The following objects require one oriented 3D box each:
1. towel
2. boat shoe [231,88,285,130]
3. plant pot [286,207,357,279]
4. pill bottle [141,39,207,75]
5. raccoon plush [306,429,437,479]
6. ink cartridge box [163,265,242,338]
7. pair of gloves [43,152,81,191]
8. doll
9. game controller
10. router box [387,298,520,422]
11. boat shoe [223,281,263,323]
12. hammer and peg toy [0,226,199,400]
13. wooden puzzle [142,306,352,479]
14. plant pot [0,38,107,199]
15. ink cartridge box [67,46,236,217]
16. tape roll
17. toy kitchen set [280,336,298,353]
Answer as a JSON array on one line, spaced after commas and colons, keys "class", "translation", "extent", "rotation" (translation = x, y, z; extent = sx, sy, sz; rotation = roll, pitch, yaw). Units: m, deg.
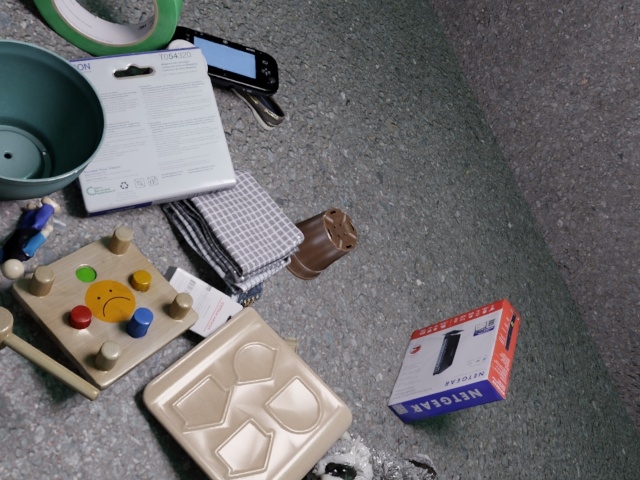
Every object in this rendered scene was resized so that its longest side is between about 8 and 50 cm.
[{"class": "towel", "translation": [-0.198, -0.034, 1.546], "extent": [0.284, 0.121, 0.235], "rotation": [49, 37, 10]}, {"class": "boat shoe", "translation": [-0.188, -0.427, 1.873], "extent": [0.228, 0.068, 0.081], "rotation": [51, 41, -12]}, {"class": "plant pot", "translation": [0.000, 0.000, 1.744], "extent": [0.167, 0.165, 0.167], "rotation": [26, 50, -35]}, {"class": "pill bottle", "translation": [-0.367, -0.383, 1.557], "extent": [0.108, 0.193, 0.108], "rotation": [25, 50, -35]}, {"class": "raccoon plush", "translation": [0.103, 0.549, 1.580], "extent": [0.299, 0.216, 0.446], "rotation": [50, 7, 9]}, {"class": "ink cartridge box", "translation": [-0.273, 0.145, 1.420], "extent": [0.180, 0.060, 0.104], "rotation": [36, 72, -28]}, {"class": "pair of gloves", "translation": [-0.556, -0.167, 1.362], "extent": [0.198, 0.023, 0.159], "rotation": [-11, 75, -50]}, {"class": "doll", "translation": [-0.544, -0.004, 1.205], "extent": [0.189, 0.129, 0.046], "rotation": [-87, 152, -47]}, {"class": "game controller", "translation": [-0.265, -0.491, 1.776], "extent": [0.319, 0.067, 0.166], "rotation": [12, 60, -23]}, {"class": "router box", "translation": [0.375, 0.337, 1.807], "extent": [0.082, 0.335, 0.301], "rotation": [48, 41, -16]}, {"class": "boat shoe", "translation": [-0.186, 0.139, 1.538], "extent": [0.083, 0.065, 0.183], "rotation": [34, 44, -23]}, {"class": "hammer and peg toy", "translation": [-0.424, 0.149, 1.189], "extent": [0.266, 0.127, 0.361], "rotation": [45, 42, 7]}, {"class": "wooden puzzle", "translation": [-0.149, 0.357, 1.363], "extent": [0.348, 0.080, 0.322], "rotation": [47, 53, 7]}, {"class": "plant pot", "translation": [-0.570, -0.193, 1.205], "extent": [0.293, 0.196, 0.293], "rotation": [15, 59, -27]}, {"class": "ink cartridge box", "translation": [-0.379, -0.241, 1.412], "extent": [0.324, 0.071, 0.330], "rotation": [-13, 82, -21]}, {"class": "tape roll", "translation": [-0.473, -0.551, 1.444], "extent": [0.321, 0.321, 0.077], "rotation": [30, 47, -32]}, {"class": "toy kitchen set", "translation": [-0.095, 0.282, 1.587], "extent": [0.068, 0.075, 0.083], "rotation": [10, 14, -2]}]
